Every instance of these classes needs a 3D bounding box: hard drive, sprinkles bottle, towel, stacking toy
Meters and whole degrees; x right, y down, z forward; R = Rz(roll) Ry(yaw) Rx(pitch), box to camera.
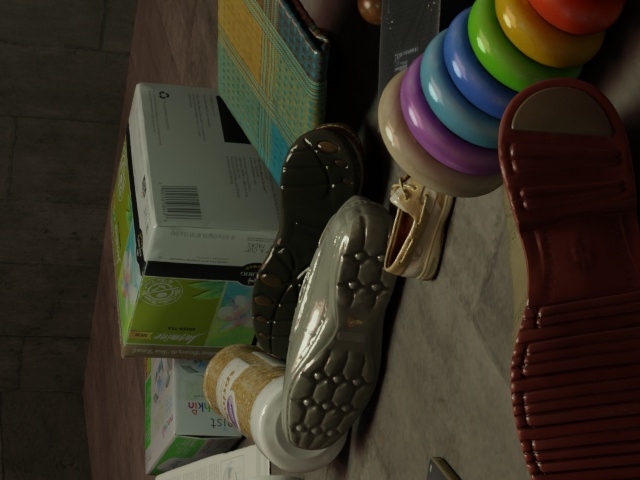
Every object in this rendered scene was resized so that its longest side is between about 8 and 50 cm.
[{"bbox_3d":[0.113,-0.244,1.332,0.172,0.054,0.255,180,93,-72],"label":"hard drive"},{"bbox_3d":[-0.069,0.223,1.719,0.355,0.121,0.121,-170,84,-73],"label":"sprinkles bottle"},{"bbox_3d":[-0.064,-0.224,1.651,0.271,0.040,0.370,57,161,25],"label":"towel"},{"bbox_3d":[0.177,-0.173,1.029,0.330,0.141,0.141,129,141,-51],"label":"stacking toy"}]

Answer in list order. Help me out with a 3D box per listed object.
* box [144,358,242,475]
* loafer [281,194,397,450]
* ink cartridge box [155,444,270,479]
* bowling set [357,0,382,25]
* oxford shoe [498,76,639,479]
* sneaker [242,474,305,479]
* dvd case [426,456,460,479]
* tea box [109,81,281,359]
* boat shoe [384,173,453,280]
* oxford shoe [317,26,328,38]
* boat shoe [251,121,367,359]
[{"bbox_3d":[-0.225,0.274,2.202,0.262,0.126,0.231,128,144,-59],"label":"box"},{"bbox_3d":[0.021,0.101,1.490,0.111,0.112,0.320,-113,39,-64],"label":"loafer"},{"bbox_3d":[-0.151,0.511,2.048,0.385,0.091,0.308,-28,59,50],"label":"ink cartridge box"},{"bbox_3d":[0.003,-0.340,1.454,0.154,0.287,0.200,21,138,42],"label":"bowling set"},{"bbox_3d":[0.204,0.058,0.953,0.130,0.122,0.348,50,-142,-77],"label":"oxford shoe"},{"bbox_3d":[-0.068,0.423,1.678,0.321,0.126,0.128,100,170,-57],"label":"sneaker"},{"bbox_3d":[0.137,0.333,1.212,0.221,0.018,0.165,-135,51,-67],"label":"dvd case"},{"bbox_3d":[-0.208,-0.026,2.036,0.324,0.219,0.329,110,156,-43],"label":"tea box"},{"bbox_3d":[0.102,-0.039,1.321,0.063,0.059,0.170,-138,53,-68],"label":"boat shoe"},{"bbox_3d":[-0.057,-0.254,1.799,0.271,0.098,0.097,177,96,-72],"label":"oxford shoe"},{"bbox_3d":[0.000,0.000,1.583,0.120,0.122,0.324,-55,-18,-62],"label":"boat shoe"}]
